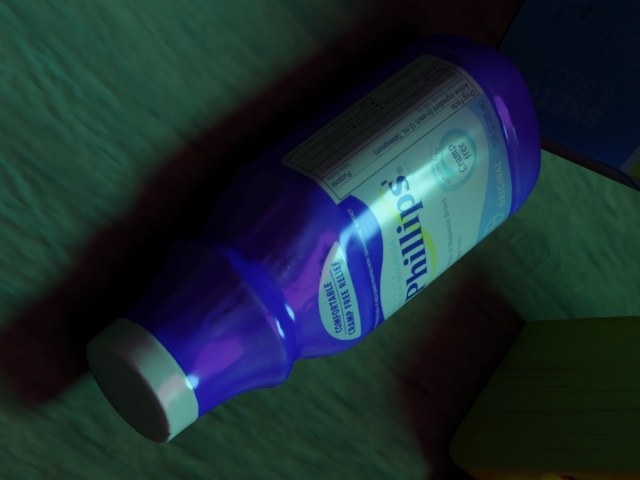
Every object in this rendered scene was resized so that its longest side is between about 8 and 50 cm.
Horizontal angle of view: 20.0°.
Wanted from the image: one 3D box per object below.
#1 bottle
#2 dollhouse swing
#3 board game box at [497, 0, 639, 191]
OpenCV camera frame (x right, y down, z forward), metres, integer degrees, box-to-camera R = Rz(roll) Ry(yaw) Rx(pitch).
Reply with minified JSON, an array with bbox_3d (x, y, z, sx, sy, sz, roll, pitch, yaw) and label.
[{"bbox_3d":[0.000,0.000,0.987,0.283,0.092,0.118,-38,135,-27],"label":"bottle"},{"bbox_3d":[0.262,0.263,1.239,0.347,0.315,0.305,41,58,-37],"label":"dollhouse swing"},{"bbox_3d":[0.270,-0.119,1.037,0.064,0.316,0.242,30,88,-51],"label":"board game box"}]
